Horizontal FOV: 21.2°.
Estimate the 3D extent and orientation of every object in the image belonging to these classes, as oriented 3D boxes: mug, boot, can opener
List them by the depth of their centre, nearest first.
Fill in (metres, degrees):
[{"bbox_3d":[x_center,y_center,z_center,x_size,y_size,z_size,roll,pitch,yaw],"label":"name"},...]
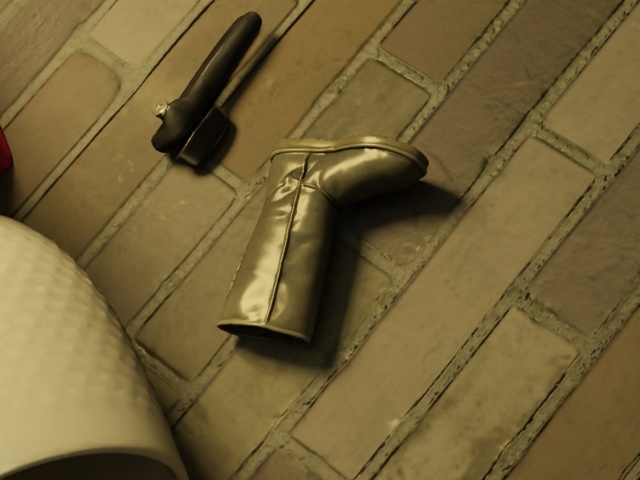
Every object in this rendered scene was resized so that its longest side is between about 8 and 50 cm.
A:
[{"bbox_3d":[-0.332,0.178,1.620,0.374,0.276,0.328,-48,51,28],"label":"mug"},{"bbox_3d":[0.002,0.001,1.684,0.189,0.076,0.208,-2,58,32],"label":"boot"},{"bbox_3d":[-0.119,-0.166,1.818,0.059,0.073,0.186,-5,53,59],"label":"can opener"}]

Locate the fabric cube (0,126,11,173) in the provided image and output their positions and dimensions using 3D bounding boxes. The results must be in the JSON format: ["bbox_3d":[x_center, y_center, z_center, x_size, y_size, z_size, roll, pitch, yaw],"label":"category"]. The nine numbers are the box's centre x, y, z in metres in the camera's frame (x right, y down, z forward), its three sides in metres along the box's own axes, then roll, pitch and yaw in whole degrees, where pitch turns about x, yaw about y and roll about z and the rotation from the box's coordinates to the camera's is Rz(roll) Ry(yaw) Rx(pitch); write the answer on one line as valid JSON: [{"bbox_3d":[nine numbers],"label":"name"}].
[{"bbox_3d":[-0.524,-0.169,1.821,0.254,0.258,0.259,-29,61,2],"label":"fabric cube"}]
